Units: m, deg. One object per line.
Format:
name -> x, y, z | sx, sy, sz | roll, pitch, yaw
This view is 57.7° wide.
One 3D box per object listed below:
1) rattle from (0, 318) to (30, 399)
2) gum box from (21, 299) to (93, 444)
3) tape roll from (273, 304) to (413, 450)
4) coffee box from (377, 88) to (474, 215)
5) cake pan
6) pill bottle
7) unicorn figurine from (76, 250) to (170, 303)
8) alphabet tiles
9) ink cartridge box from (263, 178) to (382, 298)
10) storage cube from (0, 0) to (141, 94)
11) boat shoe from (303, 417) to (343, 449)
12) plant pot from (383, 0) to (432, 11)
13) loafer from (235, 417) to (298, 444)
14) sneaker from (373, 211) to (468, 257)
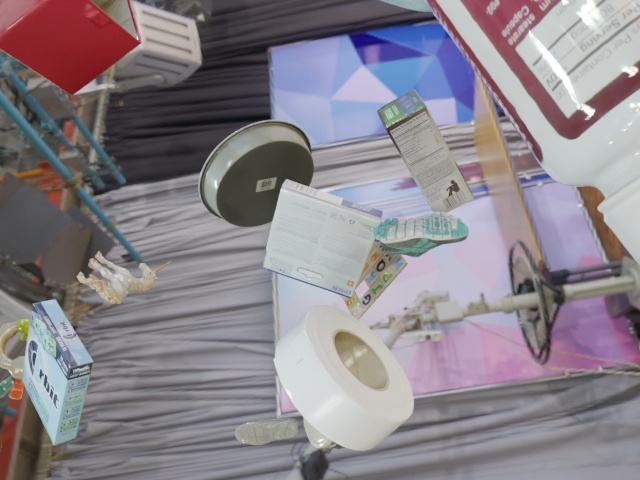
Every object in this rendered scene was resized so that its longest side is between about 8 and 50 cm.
rattle -> -0.735, 0.306, 1.445 | 0.143, 0.130, 0.200 | 124, 136, -59
gum box -> -0.444, 0.219, 0.972 | 0.157, 0.041, 0.184 | 43, 125, 32
tape roll -> 0.048, 0.263, 1.146 | 0.286, 0.100, 0.286 | 37, -158, -17
coffee box -> 0.280, -0.233, 1.556 | 0.297, 0.119, 0.168 | 55, -165, -25
cake pan -> -0.137, -0.143, 1.354 | 0.054, 0.293, 0.293 | 53, 169, 34
pill bottle -> 0.251, -0.191, 0.509 | 0.392, 0.224, 0.224 | 60, -179, 12
unicorn figurine -> -0.341, 0.064, 0.986 | 0.111, 0.060, 0.162 | 37, -154, -14
alphabet tiles -> 0.107, 0.060, 1.481 | 0.009, 0.198, 0.237 | 26, -158, -36
ink cartridge box -> 0.000, 0.000, 1.265 | 0.045, 0.223, 0.224 | -68, -3, -55
storage cube -> -0.498, -0.440, 1.134 | 0.215, 0.193, 0.184 | 36, -152, -57
boat shoe -> 0.000, 0.388, 1.496 | 0.096, 0.116, 0.324 | 21, -152, -32
plant pot -> 0.200, -0.561, 1.032 | 0.252, 0.247, 0.248 | 36, -176, 24
loafer -> -0.104, 0.375, 1.149 | 0.039, 0.125, 0.045 | -18, -80, -86
sneaker -> 0.184, -0.004, 1.045 | 0.076, 0.166, 0.065 | 65, -148, -43
